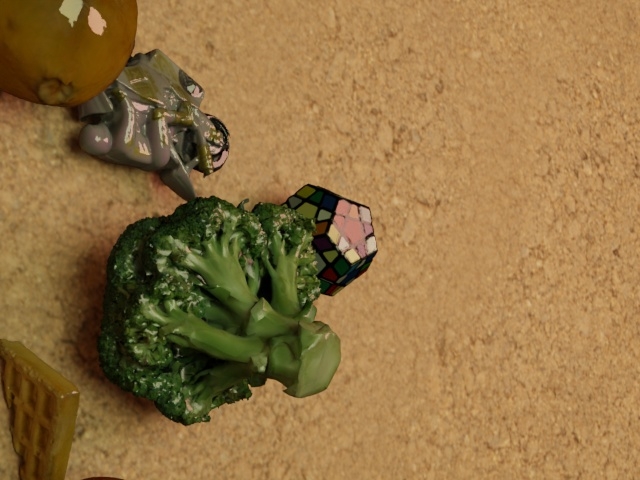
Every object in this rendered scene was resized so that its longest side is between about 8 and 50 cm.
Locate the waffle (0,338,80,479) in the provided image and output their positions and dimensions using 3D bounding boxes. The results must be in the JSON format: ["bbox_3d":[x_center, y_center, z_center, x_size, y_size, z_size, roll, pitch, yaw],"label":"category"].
[{"bbox_3d":[-0.294,0.208,1.765,0.032,0.125,0.191,-8,121,-46],"label":"waffle"}]

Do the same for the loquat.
[{"bbox_3d":[-0.274,-0.237,1.765,0.187,0.176,0.234,73,4,-66],"label":"loquat"}]

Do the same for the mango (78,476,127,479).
[{"bbox_3d":[-0.158,0.372,1.739,0.199,0.201,0.350,-44,128,-7],"label":"mango"}]

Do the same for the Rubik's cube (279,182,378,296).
[{"bbox_3d":[0.000,0.000,2.015,0.133,0.133,0.112,-30,75,-43],"label":"Rubik's cube"}]

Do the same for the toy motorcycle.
[{"bbox_3d":[-0.193,-0.131,1.887,0.225,0.073,0.152,49,54,-23],"label":"toy motorcycle"}]

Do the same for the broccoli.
[{"bbox_3d":[-0.091,0.071,1.811,0.270,0.270,0.270,-26,128,-39],"label":"broccoli"}]
